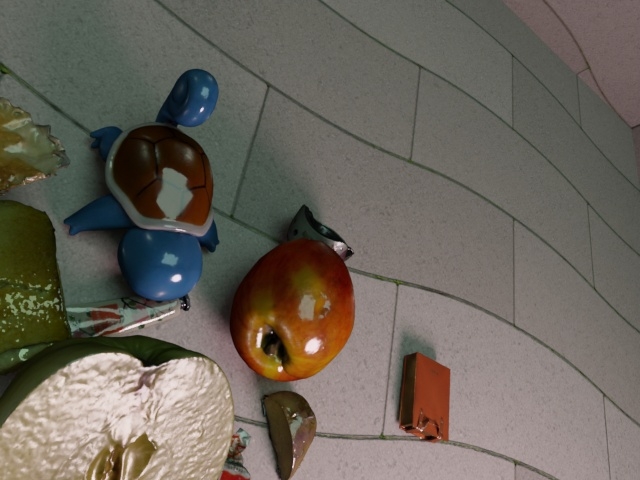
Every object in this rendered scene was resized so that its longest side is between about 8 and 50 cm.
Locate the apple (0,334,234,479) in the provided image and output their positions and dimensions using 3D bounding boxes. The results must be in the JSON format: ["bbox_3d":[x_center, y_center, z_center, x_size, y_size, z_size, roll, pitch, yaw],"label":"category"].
[{"bbox_3d":[-0.290,0.293,0.799,0.312,0.320,0.360,18,98,-3],"label":"apple"}]

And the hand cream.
[{"bbox_3d":[-0.344,0.130,1.029,0.234,0.050,0.080,-12,84,-36],"label":"hand cream"}]

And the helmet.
[{"bbox_3d":[-0.012,0.011,1.305,0.153,0.107,0.177,42,2,16],"label":"helmet"}]

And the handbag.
[{"bbox_3d":[0.257,0.384,1.418,0.127,0.063,0.190,31,52,-27],"label":"handbag"}]

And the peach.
[{"bbox_3d":[-0.047,0.135,1.145,0.281,0.238,0.281,-3,90,-68],"label":"peach"}]

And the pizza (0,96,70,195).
[{"bbox_3d":[-0.642,-0.153,0.817,0.435,0.080,0.392,-30,78,-29],"label":"pizza"}]

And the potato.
[{"bbox_3d":[-0.040,0.377,1.146,0.101,0.089,0.172,1,70,-43],"label":"potato"}]

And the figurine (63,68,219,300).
[{"bbox_3d":[-0.284,-0.100,1.082,0.298,0.243,0.416,14,82,-45],"label":"figurine"}]

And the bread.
[{"bbox_3d":[-0.452,0.069,0.868,0.124,0.186,0.257,-9,67,-31],"label":"bread"}]

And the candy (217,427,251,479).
[{"bbox_3d":[-0.176,0.471,1.014,0.086,0.059,0.292,28,57,-30],"label":"candy"}]
